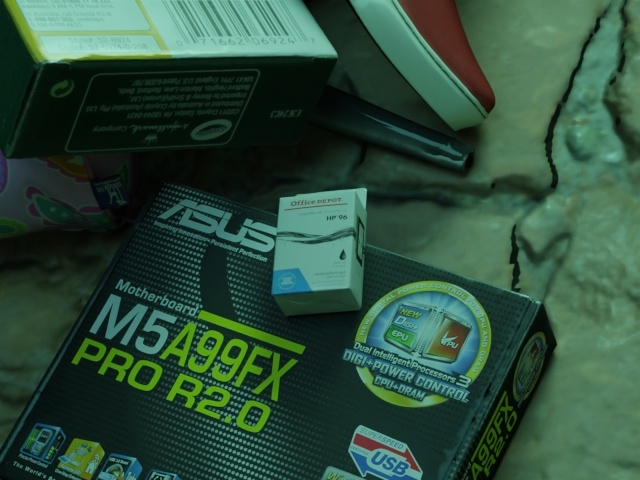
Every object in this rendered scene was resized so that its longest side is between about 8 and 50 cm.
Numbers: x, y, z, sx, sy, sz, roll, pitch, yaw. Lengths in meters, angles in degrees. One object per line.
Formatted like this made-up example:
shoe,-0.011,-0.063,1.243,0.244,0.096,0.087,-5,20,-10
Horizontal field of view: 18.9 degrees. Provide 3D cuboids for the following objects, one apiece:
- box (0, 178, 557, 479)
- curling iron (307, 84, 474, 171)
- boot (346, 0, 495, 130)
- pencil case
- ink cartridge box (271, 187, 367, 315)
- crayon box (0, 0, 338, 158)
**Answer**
box,-0.028,0.098,1.128,0.270,0.060,0.216,19,68,27
curling iron,-0.015,-0.107,1.259,0.274,0.035,0.068,28,73,30
boot,0.084,-0.206,1.203,0.176,0.088,0.244,-31,87,2
pencil case,-0.254,-0.038,1.252,0.284,0.124,0.124,-11,58,11
ink cartridge box,0.000,0.000,1.123,0.048,0.028,0.083,-5,58,15
crayon box,-0.152,-0.192,1.220,0.203,0.083,0.323,-5,49,-33
